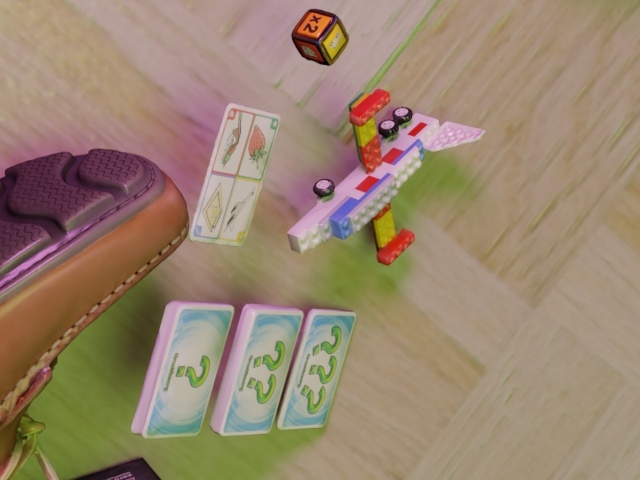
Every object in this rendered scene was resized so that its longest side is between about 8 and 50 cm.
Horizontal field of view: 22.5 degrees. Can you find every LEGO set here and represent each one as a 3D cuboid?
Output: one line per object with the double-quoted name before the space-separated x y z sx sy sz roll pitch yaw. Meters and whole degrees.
"LEGO set" 0.000 0.000 0.903 0.182 0.060 0.244 8 100 -55

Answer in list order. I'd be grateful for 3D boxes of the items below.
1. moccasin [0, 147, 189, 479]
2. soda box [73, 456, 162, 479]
"moccasin" -0.212 0.103 0.825 0.380 0.139 0.147 -47 123 -10
"soda box" -0.165 0.181 0.910 0.169 0.060 0.053 -16 111 -21
